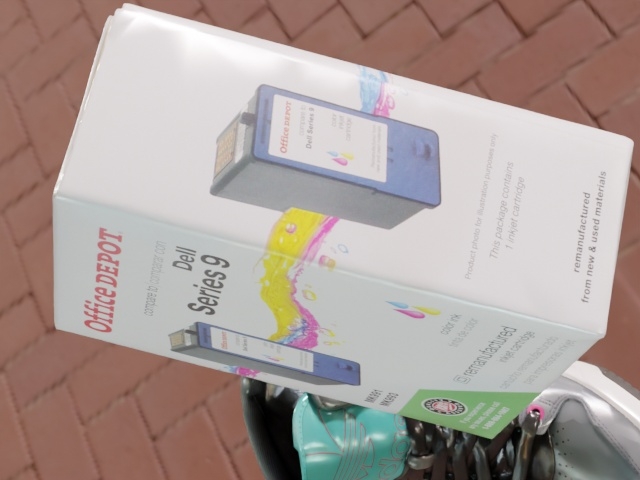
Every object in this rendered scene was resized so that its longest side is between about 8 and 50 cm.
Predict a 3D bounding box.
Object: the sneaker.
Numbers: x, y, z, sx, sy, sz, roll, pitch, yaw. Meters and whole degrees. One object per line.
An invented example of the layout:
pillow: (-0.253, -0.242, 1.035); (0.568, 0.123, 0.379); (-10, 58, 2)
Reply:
sneaker: (0.062, 0.120, 0.840); (0.295, 0.124, 0.178); (22, 32, 36)

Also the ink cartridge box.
ink cartridge box: (0.000, 0.000, 0.584); (0.212, 0.154, 0.093); (16, 65, -4)
